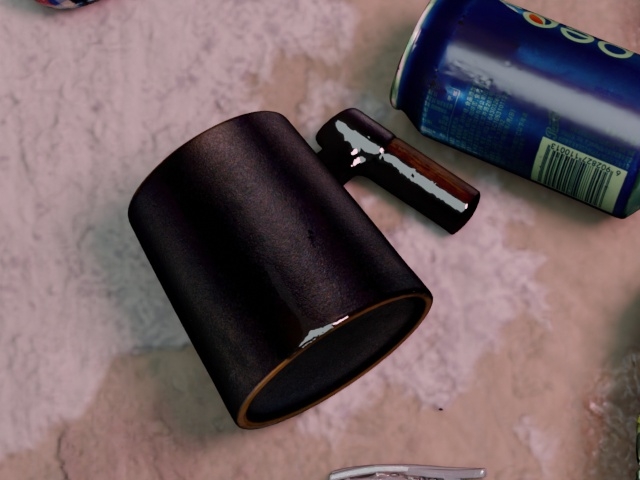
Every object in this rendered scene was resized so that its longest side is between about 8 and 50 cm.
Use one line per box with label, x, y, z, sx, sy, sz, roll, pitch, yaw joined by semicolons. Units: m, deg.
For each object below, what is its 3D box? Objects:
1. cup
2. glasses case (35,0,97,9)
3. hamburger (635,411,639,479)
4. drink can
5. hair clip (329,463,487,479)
cup;-0.011;0.011;1.154;0.177;0.239;0.166;55;133;19
glasses case;-0.237;-0.338;1.263;0.125;0.076;0.327;-25;77;1
hamburger;0.307;0.106;1.079;0.214;0.125;0.235;37;83;19
drink can;0.161;-0.102;1.140;0.205;0.118;0.118;25;84;11
hair clip;0.063;0.181;1.146;0.115;0.030;0.039;3;81;9
